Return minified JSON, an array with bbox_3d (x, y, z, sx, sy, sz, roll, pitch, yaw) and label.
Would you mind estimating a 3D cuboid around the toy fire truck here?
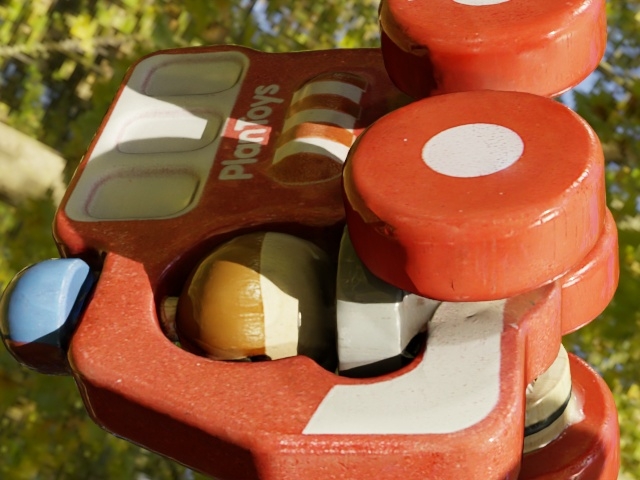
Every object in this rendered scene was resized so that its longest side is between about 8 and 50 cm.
[{"bbox_3d":[0.000,0.000,0.641,0.254,0.169,0.302,-2,-143,13],"label":"toy fire truck"}]
